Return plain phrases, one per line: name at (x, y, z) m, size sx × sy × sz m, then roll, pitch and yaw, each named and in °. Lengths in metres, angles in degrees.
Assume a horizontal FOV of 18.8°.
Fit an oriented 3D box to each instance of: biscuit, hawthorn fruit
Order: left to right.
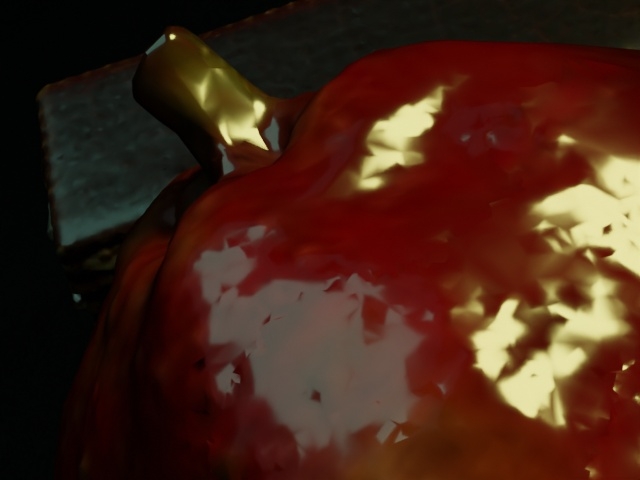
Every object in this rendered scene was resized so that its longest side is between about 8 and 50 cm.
biscuit at (0.066, -0.071, 0.849) m, size 0.388 × 0.073 × 0.107 m, roll -18°, pitch 49°, yaw 4°
hawthorn fruit at (0.048, 0.073, 0.511) m, size 0.265 × 0.307 × 0.265 m, roll -39°, pitch 1°, yaw 1°
